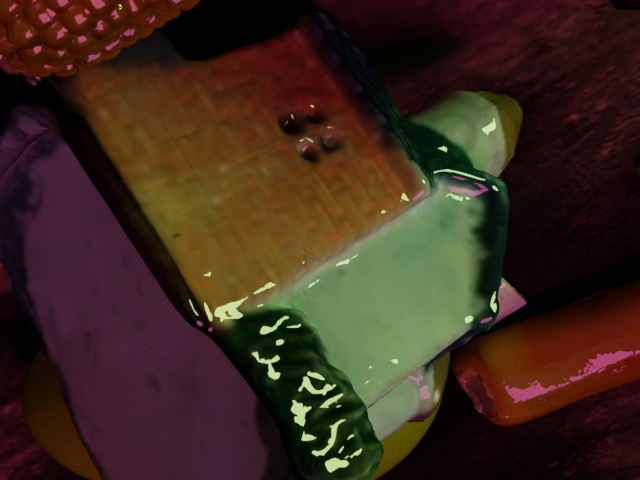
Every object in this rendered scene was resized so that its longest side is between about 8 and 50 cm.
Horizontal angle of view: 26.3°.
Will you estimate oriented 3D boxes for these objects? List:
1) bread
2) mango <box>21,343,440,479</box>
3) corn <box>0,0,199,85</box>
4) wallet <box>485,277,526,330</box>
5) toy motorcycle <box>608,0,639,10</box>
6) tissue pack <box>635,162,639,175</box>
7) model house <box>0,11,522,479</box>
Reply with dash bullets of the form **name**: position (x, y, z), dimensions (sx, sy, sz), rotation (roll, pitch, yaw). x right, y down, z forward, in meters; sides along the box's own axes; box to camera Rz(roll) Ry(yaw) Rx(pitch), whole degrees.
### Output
- **bread**: position (0.227, 0.085, 1.111), dimensions (0.239, 0.074, 0.092), rotation (-19, 158, -10)
- **mango**: position (-0.041, 0.087, 0.872), dimensions (0.273, 0.149, 0.185), rotation (6, 137, -33)
- **corn**: position (-0.045, -0.161, 0.583), dimensions (0.260, 0.091, 0.091), rotation (-34, 128, 5)
- **wallet**: position (0.125, 0.045, 1.046), dimensions (0.044, 0.011, 0.083), rotation (-36, 145, 13)
- **toy motorcycle**: position (0.187, -0.202, 0.578), dimensions (0.232, 0.172, 0.416), rotation (-42, 170, 17)
- **tissue pack**: position (0.368, -0.011, 1.004), dimensions (0.136, 0.159, 0.246), rotation (-41, 145, 23)
- **model house**: position (0.000, 0.000, 0.737), dimensions (0.291, 0.253, 0.184), rotation (-28, 171, -31)
